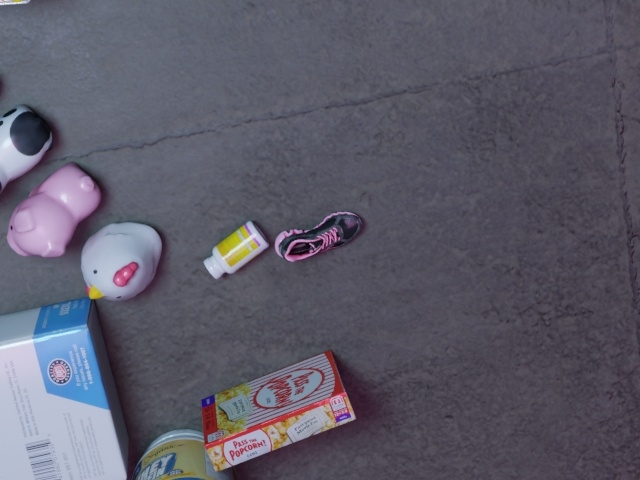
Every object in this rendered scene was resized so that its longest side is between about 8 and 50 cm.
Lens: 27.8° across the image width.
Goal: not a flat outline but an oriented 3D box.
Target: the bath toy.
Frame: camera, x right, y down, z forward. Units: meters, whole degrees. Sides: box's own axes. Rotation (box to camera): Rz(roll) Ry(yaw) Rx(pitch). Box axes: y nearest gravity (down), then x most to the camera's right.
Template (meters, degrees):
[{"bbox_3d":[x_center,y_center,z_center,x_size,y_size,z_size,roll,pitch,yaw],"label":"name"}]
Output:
[{"bbox_3d":[-0.345,-0.045,1.602,0.151,0.129,0.348,-44,108,7],"label":"bath toy"}]

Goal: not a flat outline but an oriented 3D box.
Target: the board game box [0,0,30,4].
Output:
[{"bbox_3d":[-0.523,-0.433,1.379,0.390,0.050,0.389,-4,110,-2],"label":"board game box"}]

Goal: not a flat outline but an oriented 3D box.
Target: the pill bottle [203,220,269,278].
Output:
[{"bbox_3d":[-0.111,0.014,1.692,0.083,0.043,0.043,-37,108,4],"label":"pill bottle"}]

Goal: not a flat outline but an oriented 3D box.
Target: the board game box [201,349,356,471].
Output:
[{"bbox_3d":[-0.059,0.223,1.709,0.194,0.147,0.045,-21,108,-1],"label":"board game box"}]

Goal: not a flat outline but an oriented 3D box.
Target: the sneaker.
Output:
[{"bbox_3d":[0.000,0.000,1.696,0.119,0.057,0.047,-21,106,-2],"label":"sneaker"}]

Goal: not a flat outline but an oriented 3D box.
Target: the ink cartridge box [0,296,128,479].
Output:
[{"bbox_3d":[-0.422,0.221,1.672,0.308,0.129,0.223,-12,108,-3],"label":"ink cartridge box"}]

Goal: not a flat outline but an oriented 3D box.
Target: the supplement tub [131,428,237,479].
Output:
[{"bbox_3d":[-0.178,0.346,1.703,0.144,0.199,0.144,-2,107,-7],"label":"supplement tub"}]
